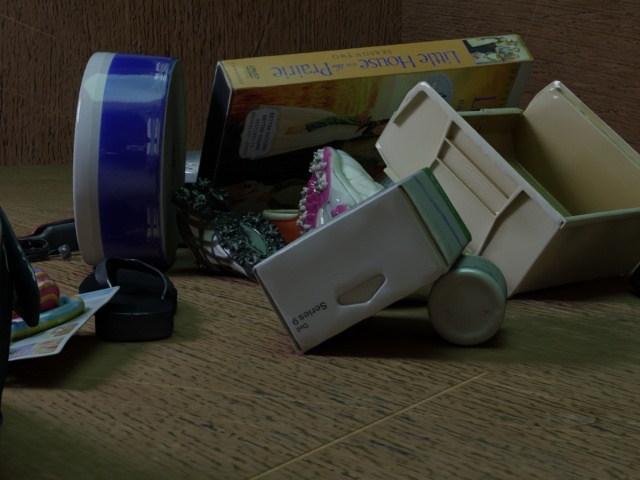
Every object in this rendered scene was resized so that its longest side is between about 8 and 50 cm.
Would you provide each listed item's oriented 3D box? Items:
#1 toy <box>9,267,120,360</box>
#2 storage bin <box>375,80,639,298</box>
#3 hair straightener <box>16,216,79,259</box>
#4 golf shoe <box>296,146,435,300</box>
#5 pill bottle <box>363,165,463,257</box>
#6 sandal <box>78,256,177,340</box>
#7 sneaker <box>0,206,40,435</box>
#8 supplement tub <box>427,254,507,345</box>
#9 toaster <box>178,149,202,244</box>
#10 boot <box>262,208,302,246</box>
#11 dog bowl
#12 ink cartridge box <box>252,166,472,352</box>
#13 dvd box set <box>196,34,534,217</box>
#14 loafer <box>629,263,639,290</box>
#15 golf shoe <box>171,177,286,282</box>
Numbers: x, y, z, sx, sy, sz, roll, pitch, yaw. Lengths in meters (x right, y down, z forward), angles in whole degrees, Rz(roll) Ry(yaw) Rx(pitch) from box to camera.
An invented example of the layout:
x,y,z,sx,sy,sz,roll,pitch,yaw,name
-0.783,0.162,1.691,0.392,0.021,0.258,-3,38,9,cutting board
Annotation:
x,y,z,sx,sy,sz,roll,pitch,yaw,name
-0.261,0.058,1.161,0.137,0.056,0.237,-11,12,5,toy
0.241,-0.073,1.591,0.262,0.123,0.260,-8,48,-45,storage bin
-0.363,0.000,1.794,0.089,0.047,0.230,6,9,42,hair straightener
0.055,-0.011,1.542,0.140,0.115,0.306,11,25,-15,golf shoe
0.123,-0.029,1.742,0.121,0.121,0.216,-4,8,-32,pill bottle
-0.182,0.048,1.352,0.097,0.054,0.254,-1,7,-15,sandal
-0.269,0.011,0.890,0.130,0.236,0.323,-2,7,-22,sneaker
0.135,0.053,1.256,0.071,0.071,0.107,1,6,9,supplement tub
-0.195,-0.061,1.984,0.227,0.129,0.146,5,10,23,toaster
0.000,0.000,1.655,0.158,0.084,0.059,3,5,10,boot
-0.231,-0.098,1.710,0.104,0.264,0.265,3,7,0,dog bowl
0.044,0.013,1.259,0.154,0.093,0.212,-30,2,13,ink cartridge box
0.049,-0.125,1.830,0.421,0.307,0.062,-8,51,-22,dvd box set
0.388,0.044,1.466,0.061,0.062,0.170,38,-10,-12,loafer
-0.104,0.008,1.643,0.077,0.094,0.198,-19,42,-29,golf shoe
